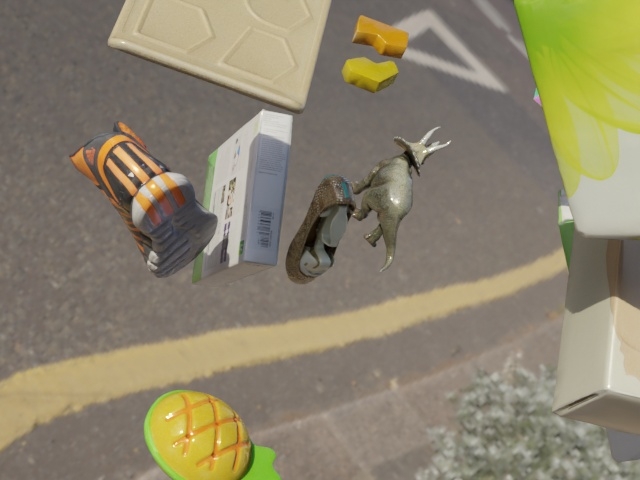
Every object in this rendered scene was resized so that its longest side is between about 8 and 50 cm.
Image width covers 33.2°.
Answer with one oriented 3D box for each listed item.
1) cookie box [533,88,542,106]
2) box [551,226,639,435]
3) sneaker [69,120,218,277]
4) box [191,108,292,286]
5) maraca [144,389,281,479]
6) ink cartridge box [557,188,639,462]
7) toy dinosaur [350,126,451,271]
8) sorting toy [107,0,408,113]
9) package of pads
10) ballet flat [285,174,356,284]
[{"bbox_3d":[0.288,-0.167,1.201,0.092,0.040,0.107,40,40,-15],"label":"cookie box"},{"bbox_3d":[0.331,0.029,1.057,0.148,0.121,0.311,14,68,-8],"label":"box"},{"bbox_3d":[-0.253,-0.070,1.542,0.180,0.125,0.321,46,-16,16],"label":"sneaker"},{"bbox_3d":[-0.129,-0.055,1.706,0.059,0.322,0.232,10,79,-20],"label":"box"},{"bbox_3d":[-0.130,0.255,1.301,0.186,0.099,0.127,38,45,-5],"label":"maraca"},{"bbox_3d":[0.434,0.096,1.363,0.119,0.207,0.353,-68,145,-64],"label":"ink cartridge box"},{"bbox_3d":[0.129,-0.088,2.050,0.121,0.160,0.313,30,50,-10],"label":"toy dinosaur"},{"bbox_3d":[-0.059,-0.222,1.176,0.307,0.041,0.229,19,46,-8],"label":"sorting toy"},{"bbox_3d":[0.303,-0.113,0.809,0.101,0.297,0.229,-26,105,-34],"label":"package of pads"},{"bbox_3d":[0.000,0.000,1.573,0.073,0.206,0.067,0,39,-24],"label":"ballet flat"}]
